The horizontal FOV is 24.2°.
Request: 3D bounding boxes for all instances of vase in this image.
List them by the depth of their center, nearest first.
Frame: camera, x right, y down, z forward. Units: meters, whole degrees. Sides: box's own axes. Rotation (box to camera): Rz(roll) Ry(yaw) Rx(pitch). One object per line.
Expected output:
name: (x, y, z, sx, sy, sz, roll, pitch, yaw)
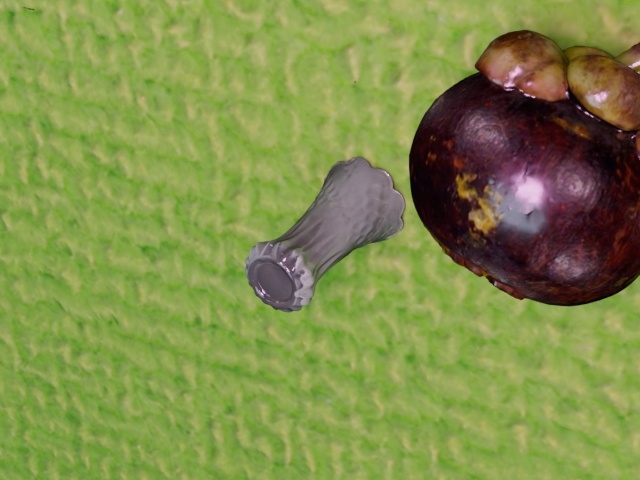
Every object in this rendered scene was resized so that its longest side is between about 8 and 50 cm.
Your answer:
vase: (0.000, 0.000, 1.210, 0.081, 0.148, 0.081, 18, 127, 25)

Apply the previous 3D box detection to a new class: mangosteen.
mangosteen: (0.170, -0.062, 1.047, 0.192, 0.192, 0.217, 36, 99, 11)
